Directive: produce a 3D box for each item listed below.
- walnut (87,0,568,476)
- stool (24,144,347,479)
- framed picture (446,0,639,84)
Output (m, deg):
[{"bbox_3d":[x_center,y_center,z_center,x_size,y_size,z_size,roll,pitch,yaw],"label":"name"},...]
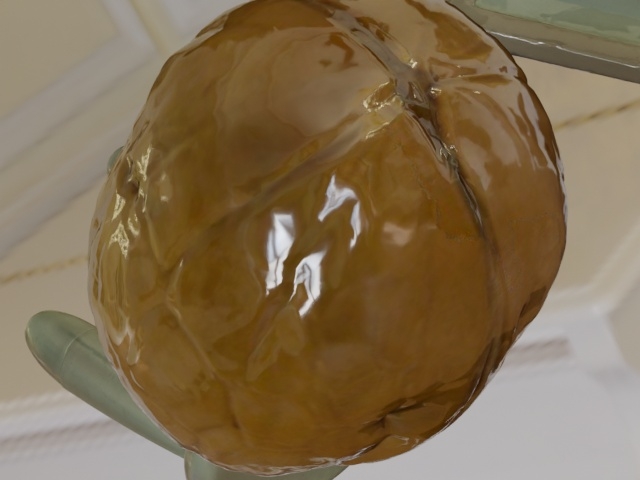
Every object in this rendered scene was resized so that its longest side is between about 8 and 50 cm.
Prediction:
[{"bbox_3d":[0.000,0.000,0.625,0.167,0.167,0.207,-40,-11,-34],"label":"walnut"},{"bbox_3d":[-0.063,0.061,1.193,0.195,0.199,0.195,-1,-55,-52],"label":"stool"},{"bbox_3d":[0.266,-0.173,1.027,0.335,0.022,0.247,16,57,17],"label":"framed picture"}]
